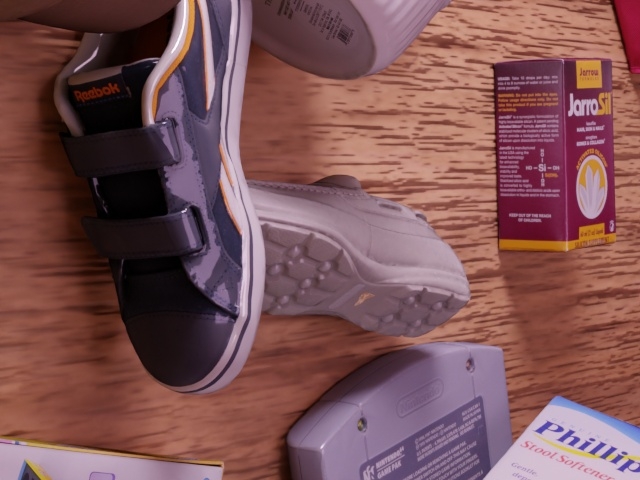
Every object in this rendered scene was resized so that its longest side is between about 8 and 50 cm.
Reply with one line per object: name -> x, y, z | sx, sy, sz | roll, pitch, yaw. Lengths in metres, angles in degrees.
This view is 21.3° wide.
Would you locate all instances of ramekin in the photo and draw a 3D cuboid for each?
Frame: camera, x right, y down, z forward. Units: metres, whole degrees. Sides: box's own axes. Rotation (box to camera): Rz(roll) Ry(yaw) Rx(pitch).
ramekin -> -0.001, -0.215, 1.284 | 0.109, 0.207, 0.207 | -57, 134, -22

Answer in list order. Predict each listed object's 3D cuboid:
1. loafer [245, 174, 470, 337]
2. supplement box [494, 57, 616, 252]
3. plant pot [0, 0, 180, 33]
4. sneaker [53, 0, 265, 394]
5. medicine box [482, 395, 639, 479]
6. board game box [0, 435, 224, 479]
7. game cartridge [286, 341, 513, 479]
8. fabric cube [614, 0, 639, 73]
loafer -> 0.000, 0.000, 1.385 | 0.319, 0.112, 0.111 | 21, 40, -50
supplement box -> 0.234, -0.086, 1.687 | 0.104, 0.080, 0.188 | -9, 98, -52
plant pot -> -0.168, -0.235, 1.050 | 0.229, 0.263, 0.263 | 33, 65, -67
sneaker -> -0.121, -0.053, 1.197 | 0.127, 0.126, 0.321 | 10, 75, -56
medicine box -> 0.200, 0.334, 1.537 | 0.289, 0.149, 0.264 | -39, 142, -49
board game box -> -0.204, 0.253, 1.149 | 0.316, 0.064, 0.242 | 18, 78, -51
game cartridge -> 0.077, 0.201, 1.523 | 0.294, 0.060, 0.196 | -21, 112, -50
fabric cube -> 0.466, -0.354, 1.835 | 0.259, 0.254, 0.258 | -47, 127, -41
